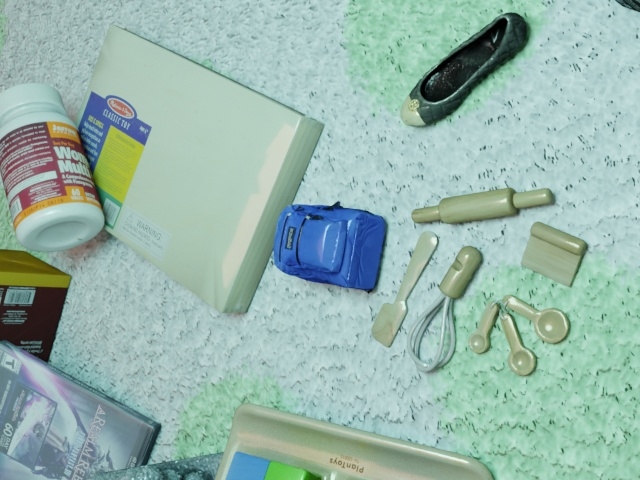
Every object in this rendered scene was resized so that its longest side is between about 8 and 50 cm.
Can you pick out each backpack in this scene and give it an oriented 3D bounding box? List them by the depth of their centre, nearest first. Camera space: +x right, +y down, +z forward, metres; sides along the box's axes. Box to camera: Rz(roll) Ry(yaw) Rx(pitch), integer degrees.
[{"bbox_3d":[0.000,0.000,1.014,0.120,0.101,0.098,11,85,40],"label":"backpack"}]

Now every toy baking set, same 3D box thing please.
[{"bbox_3d":[0.157,0.044,0.935,0.256,0.030,0.196,-3,84,36],"label":"toy baking set"}]

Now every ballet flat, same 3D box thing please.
[{"bbox_3d":[0.149,-0.189,0.952,0.173,0.049,0.057,-41,63,26],"label":"ballet flat"}]

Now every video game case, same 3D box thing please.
[{"bbox_3d":[-0.379,0.288,1.250,0.274,0.026,0.196,25,101,14],"label":"video game case"}]

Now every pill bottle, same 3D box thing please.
[{"bbox_3d":[-0.390,-0.104,1.234,0.121,0.121,0.221,-33,67,30],"label":"pill bottle"}]

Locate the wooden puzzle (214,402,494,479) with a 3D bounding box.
[{"bbox_3d":[-0.012,0.366,0.914,0.322,0.080,0.348,8,73,26],"label":"wooden puzzle"}]

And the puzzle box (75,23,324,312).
[{"bbox_3d":[-0.201,-0.112,1.202,0.409,0.052,0.272,31,104,34],"label":"puzzle box"}]

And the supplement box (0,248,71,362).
[{"bbox_3d":[-0.514,0.120,1.322,0.129,0.191,0.194,22,98,34],"label":"supplement box"}]

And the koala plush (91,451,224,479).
[{"bbox_3d":[-0.192,0.387,1.074,0.203,0.196,0.221,-22,73,45],"label":"koala plush"}]

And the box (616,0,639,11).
[{"bbox_3d":[0.316,-0.217,0.745,0.184,0.191,0.045,30,104,35],"label":"box"}]
